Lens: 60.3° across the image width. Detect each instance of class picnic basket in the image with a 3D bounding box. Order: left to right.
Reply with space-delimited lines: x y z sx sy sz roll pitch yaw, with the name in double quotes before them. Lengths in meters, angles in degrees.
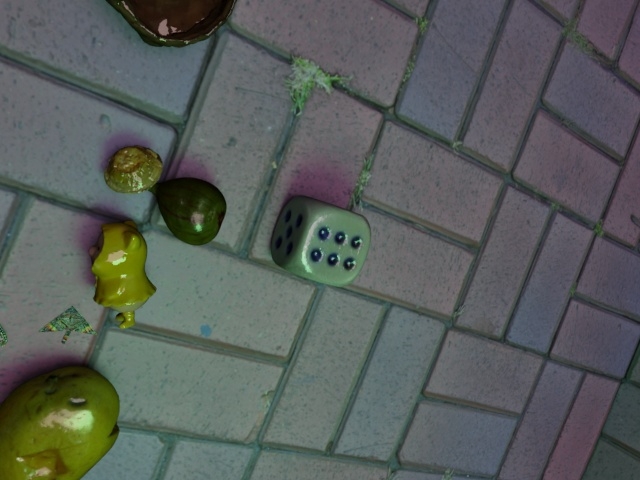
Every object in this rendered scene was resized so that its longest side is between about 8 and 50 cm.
"picnic basket" -0.290 -0.551 1.052 0.293 0.337 0.337 -40 116 -14

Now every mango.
"mango" -0.600 0.441 1.210 0.253 0.182 0.364 34 96 -31

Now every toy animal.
"toy animal" -0.435 0.074 1.216 0.156 0.156 0.229 -3 104 -26

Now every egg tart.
"egg tart" -0.408 -0.160 1.195 0.129 0.049 0.128 1 64 -2

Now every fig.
"fig" -0.344 -0.087 1.263 0.260 0.151 0.151 21 92 5

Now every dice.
"dice" 0.000 0.000 1.393 0.193 0.192 0.193 19 91 -30

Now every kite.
"kite" -0.570 0.193 1.255 0.122 0.004 0.090 14 94 -28

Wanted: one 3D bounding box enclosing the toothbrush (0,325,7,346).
"toothbrush" -0.747 0.063 1.123 0.028 0.037 0.375 -31 111 -21
